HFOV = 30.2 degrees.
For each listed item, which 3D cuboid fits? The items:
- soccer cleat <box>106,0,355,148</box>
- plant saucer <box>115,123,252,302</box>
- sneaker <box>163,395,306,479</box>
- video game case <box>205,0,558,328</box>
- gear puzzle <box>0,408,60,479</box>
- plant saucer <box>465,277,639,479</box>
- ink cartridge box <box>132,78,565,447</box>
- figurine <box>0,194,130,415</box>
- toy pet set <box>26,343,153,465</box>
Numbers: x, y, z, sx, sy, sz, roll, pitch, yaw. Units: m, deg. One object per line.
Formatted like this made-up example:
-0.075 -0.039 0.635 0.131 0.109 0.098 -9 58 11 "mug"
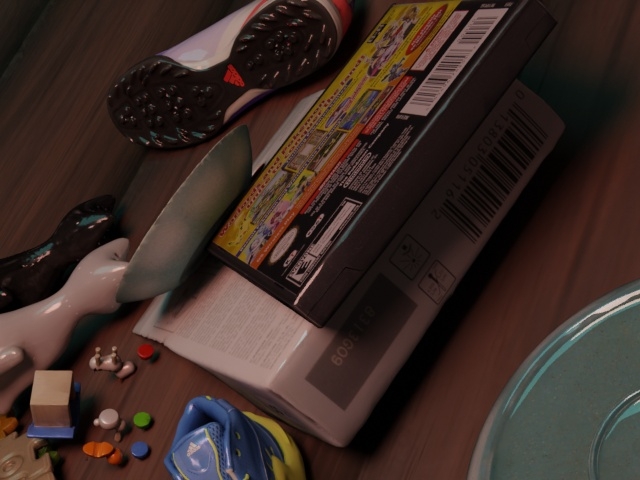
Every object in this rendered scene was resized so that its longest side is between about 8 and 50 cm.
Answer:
-0.097 -0.194 1.297 0.318 0.109 0.116 -23 19 32 "soccer cleat"
-0.109 -0.014 1.052 0.195 0.037 0.195 -55 -3 -4 "plant saucer"
-0.060 0.205 0.827 0.091 0.126 0.240 -36 36 12 "sneaker"
0.034 -0.074 0.924 0.275 0.035 0.248 -53 21 -5 "video game case"
-0.306 0.259 1.073 0.175 0.044 0.339 -31 30 -4 "gear puzzle"
0.213 0.133 0.703 0.317 0.044 0.318 -27 39 24 "plant saucer"
0.000 0.000 1.039 0.308 0.091 0.385 -55 20 -13 "ink cartridge box"
-0.280 0.052 1.219 0.209 0.092 0.215 -39 29 0 "figurine"
-0.210 0.162 1.093 0.114 0.065 0.122 1 48 -4 "toy pet set"
